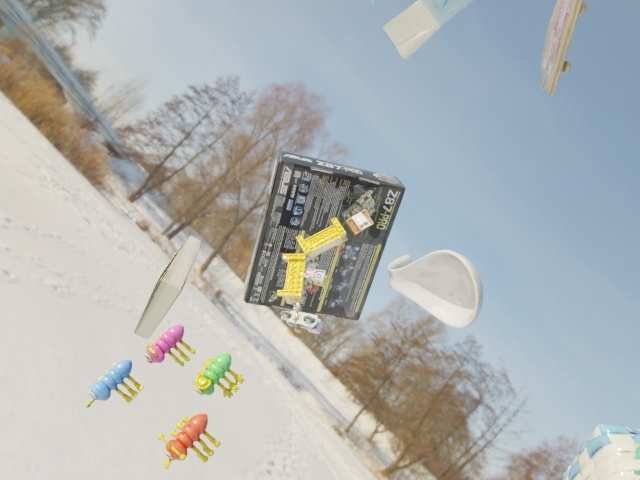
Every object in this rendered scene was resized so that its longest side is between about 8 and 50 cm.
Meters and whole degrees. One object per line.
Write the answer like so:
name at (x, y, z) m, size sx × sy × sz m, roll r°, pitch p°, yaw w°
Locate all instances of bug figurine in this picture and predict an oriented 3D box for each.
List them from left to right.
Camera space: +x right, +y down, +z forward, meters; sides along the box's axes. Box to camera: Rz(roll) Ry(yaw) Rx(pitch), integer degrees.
bug figurine at (-0.283, 0.268, 0.905) m, size 0.279 × 0.216 × 0.072 m, roll 26°, pitch -32°, yaw 20°

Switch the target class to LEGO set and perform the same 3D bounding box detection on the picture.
LEGO set at (0.002, 0.058, 1.009) m, size 0.132 × 0.286 × 0.107 m, roll 20°, pitch -27°, yaw 22°

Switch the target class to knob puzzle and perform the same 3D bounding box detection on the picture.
knob puzzle at (0.411, -0.350, 0.825) m, size 0.030 × 0.213 × 0.213 m, roll 10°, pitch -22°, yaw 11°

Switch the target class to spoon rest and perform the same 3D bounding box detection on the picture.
spoon rest at (0.200, 0.078, 0.905) m, size 0.276 × 0.084 × 0.137 m, roll -166°, pitch -114°, yaw -70°

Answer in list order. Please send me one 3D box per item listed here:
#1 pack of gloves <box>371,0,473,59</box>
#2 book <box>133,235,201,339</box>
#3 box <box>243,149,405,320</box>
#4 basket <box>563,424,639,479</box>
pack of gloves at (0.185, -0.491, 0.911) m, size 0.232 × 0.046 × 0.195 m, roll -34°, pitch -86°, yaw 36°
book at (-0.222, 0.070, 0.719) m, size 0.035 × 0.096 × 0.144 m, roll 29°, pitch -51°, yaw -12°
box at (0.000, 0.000, 1.237) m, size 0.319 × 0.394 × 0.097 m, roll 11°, pitch 24°, yaw -12°
basket at (0.382, 0.338, 0.481) m, size 0.288 × 0.255 × 0.201 m, roll -87°, pitch -178°, yaw -51°
